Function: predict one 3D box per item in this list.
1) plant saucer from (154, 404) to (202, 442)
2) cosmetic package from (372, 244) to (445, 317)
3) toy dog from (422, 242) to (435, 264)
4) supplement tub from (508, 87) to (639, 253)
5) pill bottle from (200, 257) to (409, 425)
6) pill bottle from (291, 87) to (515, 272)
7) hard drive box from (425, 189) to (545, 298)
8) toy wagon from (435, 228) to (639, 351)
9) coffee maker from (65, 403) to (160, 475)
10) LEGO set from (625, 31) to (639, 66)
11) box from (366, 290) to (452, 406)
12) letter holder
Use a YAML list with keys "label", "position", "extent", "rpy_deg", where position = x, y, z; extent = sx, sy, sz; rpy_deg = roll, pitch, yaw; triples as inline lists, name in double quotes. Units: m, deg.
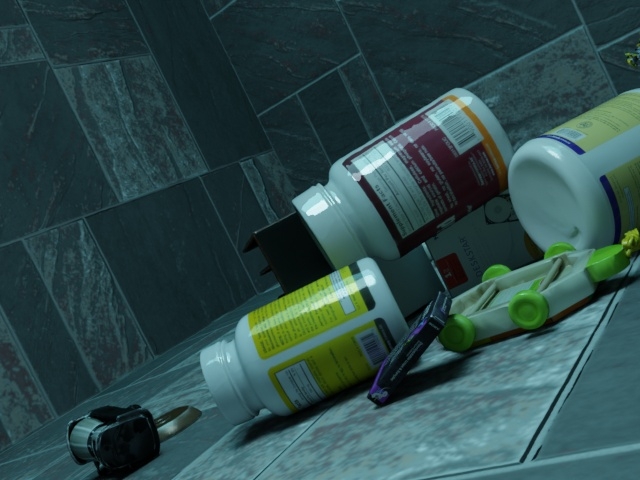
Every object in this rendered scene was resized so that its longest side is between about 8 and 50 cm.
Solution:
- label: "plant saucer"
  position: [-0.337, 0.399, 1.653]
  extent: [0.169, 0.029, 0.168]
  rpy_deg: [-25, 3, 1]
- label: "cosmetic package"
  position: [0.061, 0.138, 1.621]
  extent: [0.366, 0.155, 0.197]
  rpy_deg: [-29, 1, -36]
- label: "toy dog"
  position: [0.385, -0.088, 2.174]
  extent: [0.334, 0.161, 0.220]
  rpy_deg: [-38, 1, 0]
- label: "supplement tub"
  position: [0.530, -0.124, 1.360]
  extent: [0.331, 0.241, 0.241]
  rpy_deg: [-26, 3, -16]
- label: "pill bottle"
  position: [-0.022, 0.178, 1.294]
  extent: [0.334, 0.187, 0.188]
  rpy_deg: [-25, 3, 3]
- label: "pill bottle"
  position: [0.158, -0.100, 1.474]
  extent: [0.392, 0.224, 0.224]
  rpy_deg: [-32, 3, -2]
- label: "hard drive box"
  position: [0.339, -0.011, 1.599]
  extent: [0.232, 0.181, 0.089]
  rpy_deg: [-27, 4, 5]
- label: "toy wagon"
  position: [0.337, 0.076, 1.196]
  extent: [0.345, 0.068, 0.267]
  rpy_deg: [-23, 4, 32]
- label: "coffee maker"
  position: [-0.392, 0.374, 1.511]
  extent: [0.178, 0.120, 0.171]
  rpy_deg: [-11, 27, 51]
- label: "LEGO set"
  position: [0.716, -0.266, 1.491]
  extent: [0.192, 0.331, 0.255]
  rpy_deg: [-41, 27, -4]
- label: "box"
  position: [0.133, 0.158, 1.130]
  extent: [0.162, 0.029, 0.116]
  rpy_deg: [-56, -4, 20]
- label: "letter holder"
  position: [0.000, 0.000, 1.693]
  extent: [0.302, 0.152, 0.214]
  rpy_deg: [-28, -2, -17]
